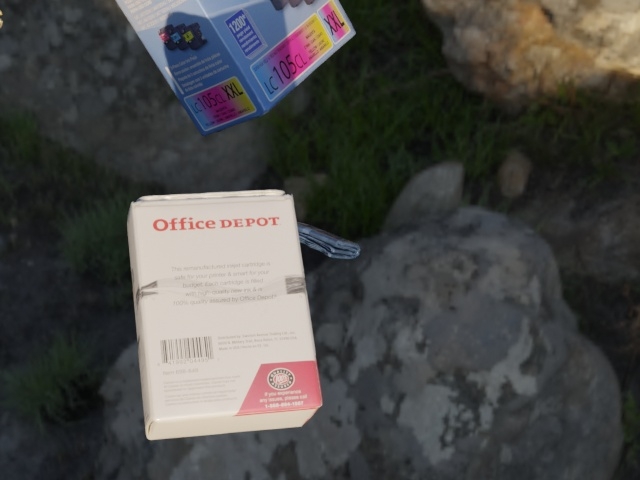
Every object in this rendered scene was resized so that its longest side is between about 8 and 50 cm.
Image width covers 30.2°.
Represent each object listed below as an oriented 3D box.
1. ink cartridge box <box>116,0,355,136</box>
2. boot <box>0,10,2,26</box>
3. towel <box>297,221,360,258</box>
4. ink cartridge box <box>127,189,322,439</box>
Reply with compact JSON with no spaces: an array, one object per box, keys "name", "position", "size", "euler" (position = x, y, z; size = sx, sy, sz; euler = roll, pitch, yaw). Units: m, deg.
[{"name":"ink cartridge box","position":[-0.154,-0.385,1.662],"size":[0.151,0.395,0.270],"euler":[-17,22,43]},{"name":"boot","position":[-0.432,-0.342,1.392],"size":[0.203,0.262,0.095],"euler":[58,33,-2]},{"name":"towel","position":[0.000,0.000,1.802],"size":[0.119,0.029,0.067],"euler":[22,7,43]},{"name":"ink cartridge box","position":[-0.096,0.069,1.124],"size":[0.159,0.092,0.217],"euler":[-3,69,-14]}]
